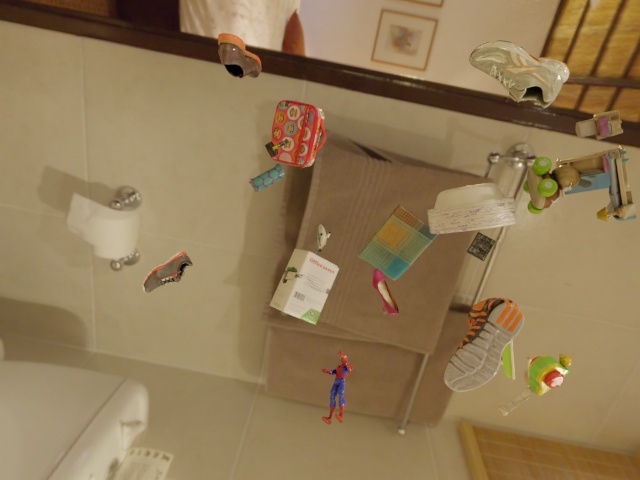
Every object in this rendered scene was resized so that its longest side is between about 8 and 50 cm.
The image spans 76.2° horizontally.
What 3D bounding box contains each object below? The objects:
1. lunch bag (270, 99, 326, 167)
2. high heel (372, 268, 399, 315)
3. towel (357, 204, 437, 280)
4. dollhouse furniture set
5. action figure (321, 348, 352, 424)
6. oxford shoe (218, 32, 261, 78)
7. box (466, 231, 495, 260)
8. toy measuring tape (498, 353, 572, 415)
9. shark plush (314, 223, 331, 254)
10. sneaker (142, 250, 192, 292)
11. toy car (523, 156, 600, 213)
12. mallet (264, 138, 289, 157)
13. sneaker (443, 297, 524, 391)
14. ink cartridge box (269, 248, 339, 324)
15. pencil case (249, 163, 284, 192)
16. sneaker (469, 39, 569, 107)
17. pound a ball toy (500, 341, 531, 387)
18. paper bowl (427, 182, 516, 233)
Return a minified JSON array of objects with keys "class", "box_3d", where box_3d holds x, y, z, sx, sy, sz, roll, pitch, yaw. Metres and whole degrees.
[{"class":"lunch bag","box_3d":[-0.098,-0.497,1.929,0.120,0.257,0.294,-22,127,-66]},{"class":"high heel","box_3d":[0.330,0.257,2.038,0.117,0.082,0.245,-18,-99,63]},{"class":"towel","box_3d":[0.415,0.019,2.206,0.370,0.271,0.040,-53,-175,24]},{"class":"dollhouse furniture set","box_3d":[0.863,-0.227,1.307,0.303,0.197,0.287,-39,114,-50]},{"class":"action figure","box_3d":[0.053,0.528,1.551,0.139,0.091,0.281,55,31,-23]},{"class":"oxford shoe","box_3d":[-0.269,-0.580,1.351,0.271,0.096,0.099,-11,108,-77]},{"class":"box","box_3d":[0.572,0.022,1.457,0.083,0.067,0.018,-61,168,3]},{"class":"toy measuring tape","box_3d":[0.796,0.529,1.536,0.330,0.121,0.121,-38,-175,6]},{"class":"shark plush","box_3d":[0.000,0.000,2.093,0.073,0.067,0.162,-23,133,-39]},{"class":"sneaker","box_3d":[-0.433,0.099,1.161,0.158,0.065,0.061,-44,164,-14]},{"class":"toy car","box_3d":[0.759,-0.178,1.279,0.155,0.188,0.149,58,29,-65]},{"class":"mallet","box_3d":[-0.169,-0.377,1.666,0.189,0.039,0.063,12,-46,58]},{"class":"sneaker","box_3d":[0.493,0.315,1.268,0.321,0.124,0.180,-52,177,6]},{"class":"ink cartridge box","box_3d":[-0.053,0.159,1.418,0.092,0.160,0.220,11,-106,51]},{"class":"pencil case","box_3d":[-0.230,-0.270,1.766,0.070,0.151,0.065,49,-16,38]},{"class":"sneaker","box_3d":[0.525,-0.446,1.109,0.121,0.262,0.099,-66,167,-5]},{"class":"pound a ball toy","box_3d":[0.824,0.493,1.804,0.136,0.207,0.320,-65,143,-54]},{"class":"paper bowl","box_3d":[0.511,-0.110,1.403,0.284,0.283,0.148,-83,164,-88]}]
